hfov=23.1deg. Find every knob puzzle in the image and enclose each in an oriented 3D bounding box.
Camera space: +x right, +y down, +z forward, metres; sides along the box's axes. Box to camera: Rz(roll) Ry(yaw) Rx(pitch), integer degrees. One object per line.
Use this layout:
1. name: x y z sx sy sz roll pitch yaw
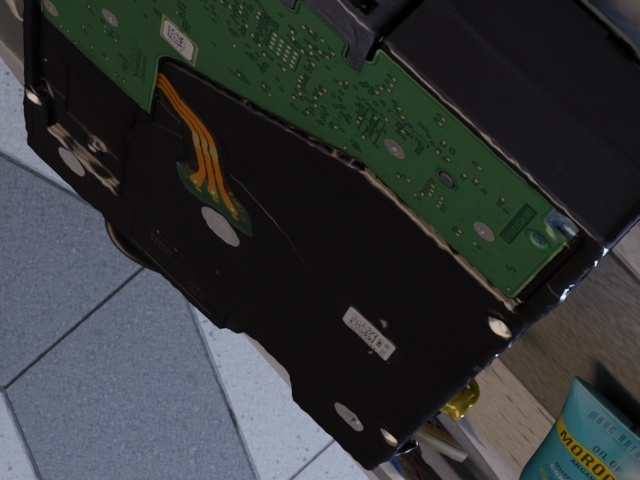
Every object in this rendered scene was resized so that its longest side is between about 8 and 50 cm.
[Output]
1. knob puzzle: 0.043 0.097 1.345 0.213 0.030 0.213 44 -173 -7

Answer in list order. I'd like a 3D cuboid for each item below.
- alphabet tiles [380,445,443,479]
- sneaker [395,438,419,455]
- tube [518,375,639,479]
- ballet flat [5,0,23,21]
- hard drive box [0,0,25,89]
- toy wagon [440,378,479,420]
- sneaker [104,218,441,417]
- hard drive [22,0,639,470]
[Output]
1. alphabet tiles: 0.054 0.191 1.605 0.284 0.021 0.278 50 -175 -11
2. sneaker: 0.061 0.165 1.431 0.084 0.058 0.152 59 -174 27
3. tube: 0.153 0.124 0.873 0.080 0.052 0.207 37 164 9
4. ballet flat: -0.171 -0.166 1.103 0.231 0.077 0.077 53 170 -33
5. hard drive box: -0.179 -0.122 1.316 0.232 0.089 0.181 44 171 24
6. toy wagon: -0.016 -0.048 0.864 0.344 0.068 0.267 49 173 -8
7. sneaker: -0.019 0.014 1.082 0.270 0.090 0.145 31 -163 -10
8. hard drive: -0.013 -0.041 0.602 0.237 0.064 0.339 43 160 7
